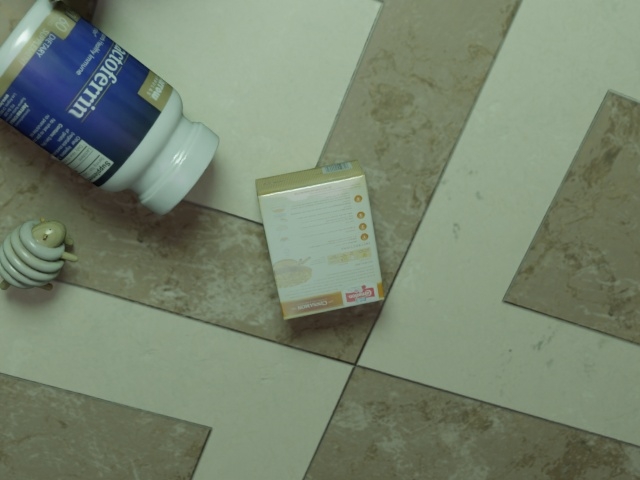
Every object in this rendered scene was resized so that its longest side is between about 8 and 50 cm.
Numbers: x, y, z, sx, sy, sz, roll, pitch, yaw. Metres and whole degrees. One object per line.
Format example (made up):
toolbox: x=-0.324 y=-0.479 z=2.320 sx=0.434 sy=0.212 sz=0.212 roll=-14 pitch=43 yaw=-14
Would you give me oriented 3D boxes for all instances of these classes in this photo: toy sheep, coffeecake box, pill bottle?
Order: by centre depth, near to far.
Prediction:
pill bottle: x=-0.261 y=-0.153 z=1.117 sx=0.264 sy=0.153 sz=0.153 roll=37 pitch=105 yaw=-21
toy sheep: x=-0.375 y=0.023 z=1.219 sx=0.091 sy=0.091 sz=0.132 roll=36 pitch=110 yaw=-19
coffeecake box: x=0.000 y=0.000 z=1.261 sx=0.142 sy=0.068 sz=0.186 roll=-11 pitch=114 yaw=-2

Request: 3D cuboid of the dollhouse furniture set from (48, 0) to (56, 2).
dollhouse furniture set: x=-0.228 y=-0.361 z=1.043 sx=0.183 sy=0.129 sz=0.129 roll=-16 pitch=114 yaw=0
